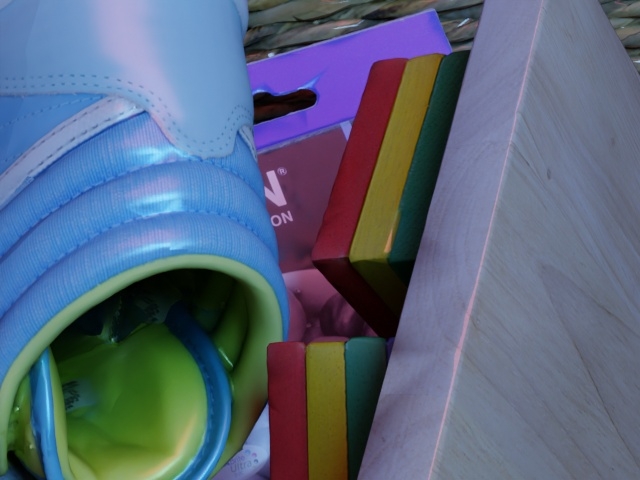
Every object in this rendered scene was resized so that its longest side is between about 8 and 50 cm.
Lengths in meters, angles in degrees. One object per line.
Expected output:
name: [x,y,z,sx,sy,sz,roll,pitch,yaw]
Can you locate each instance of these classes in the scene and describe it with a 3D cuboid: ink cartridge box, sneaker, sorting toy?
ink cartridge box: [0.000,0.000,0.669,0.206,0.045,0.208,-19,75,-9]
sneaker: [-0.130,0.037,0.547,0.127,0.319,0.208,10,52,-36]
sorting toy: [0.073,0.079,0.512,0.089,0.257,0.255,-5,54,34]

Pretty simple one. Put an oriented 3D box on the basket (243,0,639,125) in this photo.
basket: [0.094,-0.170,0.823,0.299,0.213,0.223,-4,30,9]
